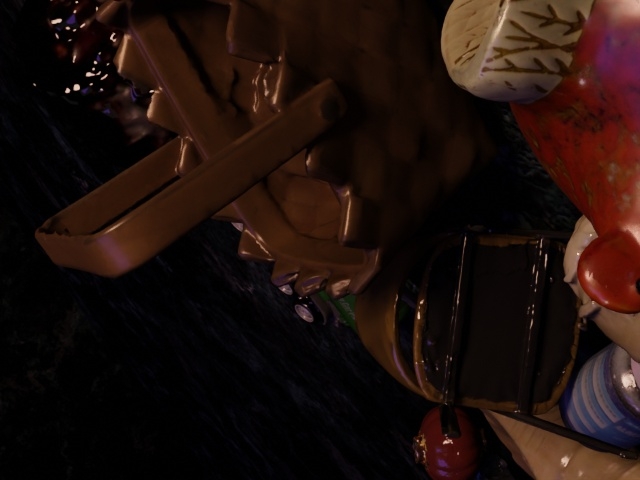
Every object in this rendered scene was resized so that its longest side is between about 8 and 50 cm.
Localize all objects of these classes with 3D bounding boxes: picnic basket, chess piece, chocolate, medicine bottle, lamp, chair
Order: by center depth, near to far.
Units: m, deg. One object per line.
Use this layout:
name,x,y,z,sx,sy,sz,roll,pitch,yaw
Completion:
picnic basket,-0.065,-0.085,0.728,0.291,0.321,0.254,58,159,-17
medicine bottle,0.260,0.109,0.741,0.083,0.083,0.203,44,157,12
chair,0.133,0.065,0.765,0.172,0.158,0.247,6,180,-7
chess piece,0.254,0.225,0.924,0.137,0.137,0.301,61,168,-27
chocolate,-0.164,-0.209,0.982,0.224,0.177,0.206,47,-154,-33
lamp,0.158,0.251,1.151,0.101,0.090,0.101,171,90,-89

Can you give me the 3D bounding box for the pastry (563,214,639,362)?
pastry,0.230,0.020,0.575,0.166,0.166,0.088,38,132,24

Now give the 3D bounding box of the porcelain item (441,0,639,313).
porcelain item,0.175,-0.065,0.425,0.253,0.253,0.253,39,156,21

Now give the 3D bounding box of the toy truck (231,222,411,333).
toy truck,0.000,0.000,1.024,0.242,0.101,0.125,54,153,-19

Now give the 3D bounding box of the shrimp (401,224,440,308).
shrimp,0.109,0.049,0.937,0.317,0.077,0.168,42,160,8

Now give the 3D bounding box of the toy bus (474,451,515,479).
toy bus,0.222,0.307,1.191,0.083,0.038,0.046,55,160,-14
